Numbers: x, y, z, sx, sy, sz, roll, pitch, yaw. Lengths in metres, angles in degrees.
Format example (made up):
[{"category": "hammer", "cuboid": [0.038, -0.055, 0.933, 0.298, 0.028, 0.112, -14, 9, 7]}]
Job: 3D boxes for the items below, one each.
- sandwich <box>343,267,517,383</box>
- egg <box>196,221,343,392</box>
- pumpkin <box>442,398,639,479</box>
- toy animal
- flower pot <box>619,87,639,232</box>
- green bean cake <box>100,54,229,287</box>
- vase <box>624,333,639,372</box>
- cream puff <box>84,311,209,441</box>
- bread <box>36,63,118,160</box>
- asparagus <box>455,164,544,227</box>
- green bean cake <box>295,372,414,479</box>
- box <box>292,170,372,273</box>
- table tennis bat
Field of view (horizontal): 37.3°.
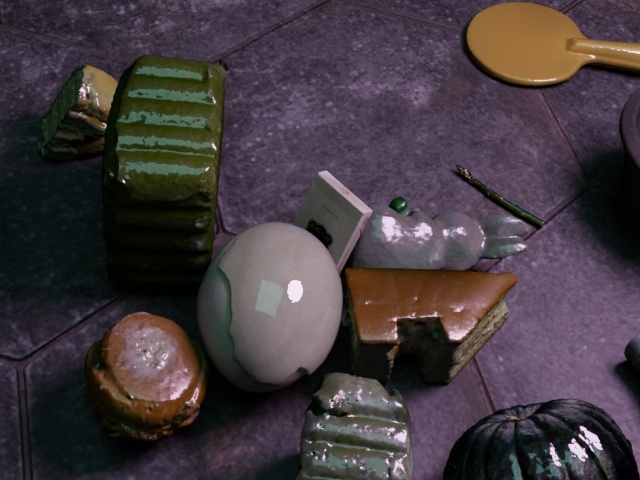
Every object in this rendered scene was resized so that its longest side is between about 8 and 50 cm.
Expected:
[{"category": "sandwich", "cuboid": [0.146, 0.107, 1.223, 0.235, 0.122, 0.128, -1, 51, -8]}, {"category": "egg", "cuboid": [-0.065, 0.089, 1.171, 0.183, 0.183, 0.217, 12, 37, 3]}, {"category": "pumpkin", "cuboid": [0.244, 0.265, 1.054, 0.220, 0.220, 0.162, -18, 91, -19]}, {"category": "toy animal", "cuboid": [0.157, 0.011, 1.309, 0.251, 0.127, 0.125, 1, 14, -9]}, {"category": "flower pot", "cuboid": [0.545, -0.093, 1.394, 0.269, 0.166, 0.269, 5, 53, -6]}, {"category": "green bean cake", "cuboid": [-0.206, -0.089, 1.253, 0.156, 0.250, 0.247, 3, 53, -5]}, {"category": "vase", "cuboid": [0.470, 0.212, 1.199, 0.096, 0.096, 0.219, -12, 52, -15]}, {"category": "cream puff", "cuboid": [-0.211, 0.170, 1.141, 0.150, 0.115, 0.165, 19, 44, 0]}, {"category": "bread", "cuboid": [-0.343, -0.178, 1.411, 0.110, 0.156, 0.103, 17, 52, -35]}, {"category": "asparagus", "cuboid": [0.268, -0.066, 1.437, 0.163, 0.016, 0.016, 36, 84, 20]}, {"category": "green bean cake", "cuboid": [0.027, 0.270, 1.023, 0.125, 0.222, 0.227, 4, 56, -2]}, {"category": "box", "cuboid": [0.000, 0.000, 1.265, 0.090, 0.167, 0.024, 43, 35, 24]}, {"category": "table tennis bat", "cuboid": [0.411, -0.334, 1.636, 0.321, 0.050, 0.198, 9, 53, 5]}]
